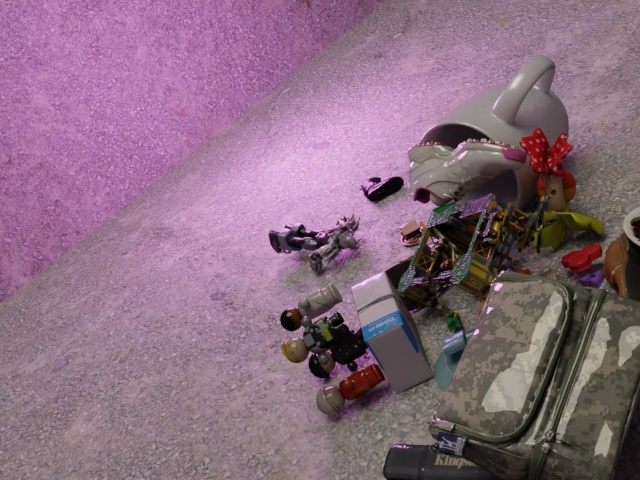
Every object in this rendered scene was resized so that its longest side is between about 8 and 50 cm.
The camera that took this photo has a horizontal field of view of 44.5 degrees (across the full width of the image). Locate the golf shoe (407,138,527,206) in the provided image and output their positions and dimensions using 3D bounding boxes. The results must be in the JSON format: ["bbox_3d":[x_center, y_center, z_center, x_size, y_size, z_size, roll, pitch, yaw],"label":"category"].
[{"bbox_3d":[0.302,-0.138,1.640,0.306,0.115,0.140,3,84,56],"label":"golf shoe"}]

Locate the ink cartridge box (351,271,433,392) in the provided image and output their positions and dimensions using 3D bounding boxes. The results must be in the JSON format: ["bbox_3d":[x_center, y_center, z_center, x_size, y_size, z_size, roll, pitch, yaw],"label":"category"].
[{"bbox_3d":[0.140,0.179,1.565,0.086,0.148,0.203,-28,27,9],"label":"ink cartridge box"}]

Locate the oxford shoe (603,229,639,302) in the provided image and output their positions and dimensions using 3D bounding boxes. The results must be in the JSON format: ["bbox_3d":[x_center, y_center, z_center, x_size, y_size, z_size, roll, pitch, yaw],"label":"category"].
[{"bbox_3d":[0.561,0.070,1.441,0.076,0.076,0.212,-43,13,35],"label":"oxford shoe"}]

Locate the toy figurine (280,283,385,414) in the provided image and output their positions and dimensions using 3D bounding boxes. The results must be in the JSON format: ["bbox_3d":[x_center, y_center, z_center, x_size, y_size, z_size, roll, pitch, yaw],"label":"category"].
[{"bbox_3d":[0.012,0.216,1.565,0.148,0.209,0.213,-32,25,9],"label":"toy figurine"}]

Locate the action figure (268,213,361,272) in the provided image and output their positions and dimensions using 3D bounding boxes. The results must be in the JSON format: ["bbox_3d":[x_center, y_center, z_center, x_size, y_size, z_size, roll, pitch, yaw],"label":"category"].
[{"bbox_3d":[0.000,0.000,2.090,0.285,0.099,0.185,6,36,44],"label":"action figure"}]

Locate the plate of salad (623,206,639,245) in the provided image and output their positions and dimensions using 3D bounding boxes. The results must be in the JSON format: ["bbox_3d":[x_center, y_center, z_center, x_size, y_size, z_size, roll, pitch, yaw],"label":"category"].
[{"bbox_3d":[0.670,-0.030,1.456,0.200,0.048,0.200,-5,33,3],"label":"plate of salad"}]

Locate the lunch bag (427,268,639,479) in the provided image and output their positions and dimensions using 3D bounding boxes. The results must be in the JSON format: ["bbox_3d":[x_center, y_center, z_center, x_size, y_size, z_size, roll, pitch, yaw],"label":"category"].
[{"bbox_3d":[0.321,0.210,1.129,0.256,0.212,0.305,18,68,24],"label":"lunch bag"}]

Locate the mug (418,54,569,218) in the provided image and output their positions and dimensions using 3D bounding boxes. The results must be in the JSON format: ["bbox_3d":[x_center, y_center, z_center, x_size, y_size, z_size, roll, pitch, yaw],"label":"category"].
[{"bbox_3d":[0.437,-0.257,1.808,0.276,0.374,0.328,36,53,20],"label":"mug"}]

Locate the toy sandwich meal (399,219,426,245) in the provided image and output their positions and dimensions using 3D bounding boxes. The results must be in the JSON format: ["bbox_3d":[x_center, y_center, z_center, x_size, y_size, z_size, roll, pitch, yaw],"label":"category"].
[{"bbox_3d":[0.232,-0.020,1.953,0.085,0.029,0.085,-24,27,13],"label":"toy sandwich meal"}]

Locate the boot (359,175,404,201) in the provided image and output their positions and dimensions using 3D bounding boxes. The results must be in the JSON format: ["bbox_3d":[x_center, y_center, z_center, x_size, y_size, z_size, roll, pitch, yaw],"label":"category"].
[{"bbox_3d":[0.173,-0.159,2.244,0.121,0.045,0.099,-29,23,3],"label":"boot"}]

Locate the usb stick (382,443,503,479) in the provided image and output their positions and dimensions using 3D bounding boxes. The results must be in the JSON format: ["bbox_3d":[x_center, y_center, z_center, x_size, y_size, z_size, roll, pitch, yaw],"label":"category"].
[{"bbox_3d":[0.228,0.366,1.266,0.278,0.045,0.077,-9,33,36],"label":"usb stick"}]

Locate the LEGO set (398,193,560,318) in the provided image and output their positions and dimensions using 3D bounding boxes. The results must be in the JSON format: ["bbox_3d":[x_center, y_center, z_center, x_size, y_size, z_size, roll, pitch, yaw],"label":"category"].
[{"bbox_3d":[0.327,0.046,1.576,0.331,0.192,0.255,-32,34,61],"label":"LEGO set"}]

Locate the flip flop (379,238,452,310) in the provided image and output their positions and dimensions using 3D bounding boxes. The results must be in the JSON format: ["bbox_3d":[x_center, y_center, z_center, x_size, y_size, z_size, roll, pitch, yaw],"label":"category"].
[{"bbox_3d":[0.232,0.063,1.743,0.277,0.112,0.080,-38,1,-10],"label":"flip flop"}]

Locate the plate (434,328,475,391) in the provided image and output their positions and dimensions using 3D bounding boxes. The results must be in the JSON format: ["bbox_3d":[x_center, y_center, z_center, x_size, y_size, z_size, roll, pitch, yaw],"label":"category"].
[{"bbox_3d":[0.298,0.218,1.478,0.188,0.024,0.188,-24,26,13],"label":"plate"}]

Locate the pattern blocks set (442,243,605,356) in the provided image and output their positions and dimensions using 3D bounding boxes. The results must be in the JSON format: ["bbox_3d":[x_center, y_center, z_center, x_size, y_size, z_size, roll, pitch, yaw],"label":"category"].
[{"bbox_3d":[0.384,0.119,1.496,0.325,0.026,0.285,-24,12,26],"label":"pattern blocks set"}]

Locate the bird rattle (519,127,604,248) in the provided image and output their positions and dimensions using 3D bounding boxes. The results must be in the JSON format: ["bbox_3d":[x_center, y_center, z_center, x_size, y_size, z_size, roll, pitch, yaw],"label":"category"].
[{"bbox_3d":[0.486,-0.113,1.647,0.143,0.253,0.207,-20,4,19],"label":"bird rattle"}]
